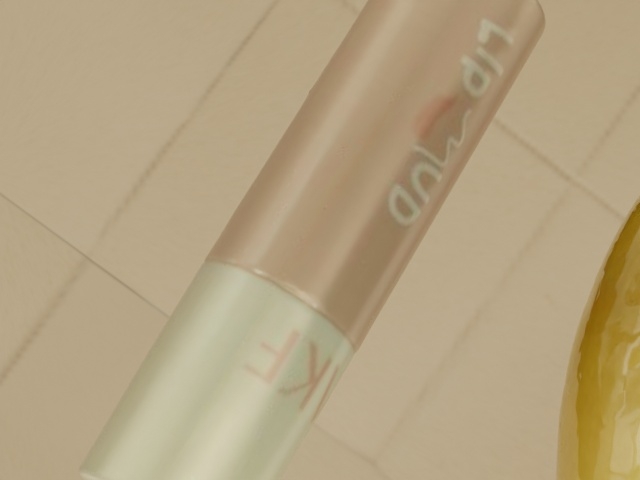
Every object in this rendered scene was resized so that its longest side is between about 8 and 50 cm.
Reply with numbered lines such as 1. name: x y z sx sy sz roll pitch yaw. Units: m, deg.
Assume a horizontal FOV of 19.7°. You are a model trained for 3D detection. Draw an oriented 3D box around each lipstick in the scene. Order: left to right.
1. lipstick: 0.000 0.000 0.727 0.070 0.070 0.254 34 75 -10

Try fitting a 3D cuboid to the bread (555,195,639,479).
1. bread: 0.243 0.067 0.676 0.333 0.160 0.333 -11 112 -29
